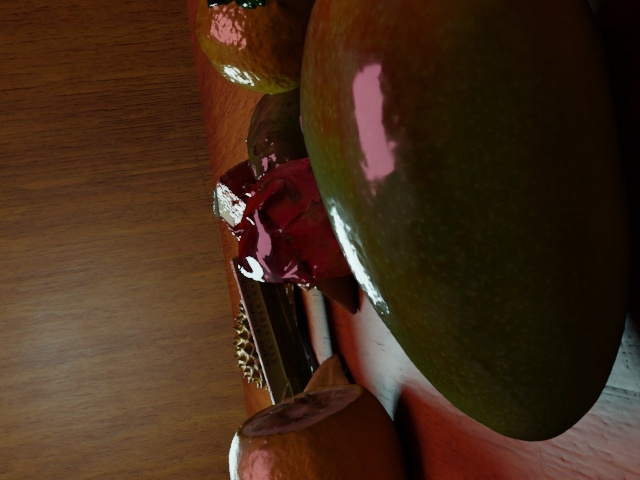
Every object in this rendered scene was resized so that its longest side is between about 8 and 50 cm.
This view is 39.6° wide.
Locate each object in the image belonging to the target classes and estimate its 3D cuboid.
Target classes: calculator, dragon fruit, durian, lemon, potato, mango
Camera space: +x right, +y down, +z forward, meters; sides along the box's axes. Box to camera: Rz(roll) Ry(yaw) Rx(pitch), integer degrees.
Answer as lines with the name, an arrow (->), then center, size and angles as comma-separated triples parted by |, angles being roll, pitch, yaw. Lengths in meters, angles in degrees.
calculator -> -0.022, 0.248, 1.814 | 0.172, 0.018, 0.057 | -111, 19, -54
dragon fruit -> -0.054, -0.032, 1.232 | 0.274, 0.126, 0.161 | 6, 107, 45
durian -> -0.096, 0.204, 1.890 | 0.186, 0.154, 0.260 | -13, 90, 63
lemon -> -0.074, -0.305, 1.254 | 0.231, 0.192, 0.192 | 21, 125, 39
lemon -> 0.005, 0.328, 1.227 | 0.240, 0.240, 0.219 | 177, 72, -78
potato -> -0.052, -0.162, 1.406 | 0.149, 0.113, 0.251 | -51, 23, 24
mango -> 0.103, -0.036, 0.610 | 0.225, 0.201, 0.381 | 5, 115, 56

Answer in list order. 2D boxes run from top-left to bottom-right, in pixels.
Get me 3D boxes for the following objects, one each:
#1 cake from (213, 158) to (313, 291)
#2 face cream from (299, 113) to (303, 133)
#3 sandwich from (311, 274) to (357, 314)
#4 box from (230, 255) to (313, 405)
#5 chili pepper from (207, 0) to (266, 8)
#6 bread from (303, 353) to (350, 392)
cake -> -0.062, -0.043, 1.736 | 0.262, 0.160, 0.158 | 41, 154, 14
face cream -> 0.023, -0.141, 1.200 | 0.229, 0.075, 0.075 | -119, 24, -62
sandwich -> 0.000, 0.000, 1.369 | 0.090, 0.088, 0.244 | -125, 29, -73
box -> -0.075, 0.179, 1.605 | 0.173, 0.043, 0.311 | 26, -134, -74
chili pepper -> -0.053, -0.402, 1.075 | 0.213, 0.168, 0.384 | 93, 177, -50
bread -> 0.046, 0.324, 1.529 | 0.178, 0.135, 0.240 | -57, -29, -53
